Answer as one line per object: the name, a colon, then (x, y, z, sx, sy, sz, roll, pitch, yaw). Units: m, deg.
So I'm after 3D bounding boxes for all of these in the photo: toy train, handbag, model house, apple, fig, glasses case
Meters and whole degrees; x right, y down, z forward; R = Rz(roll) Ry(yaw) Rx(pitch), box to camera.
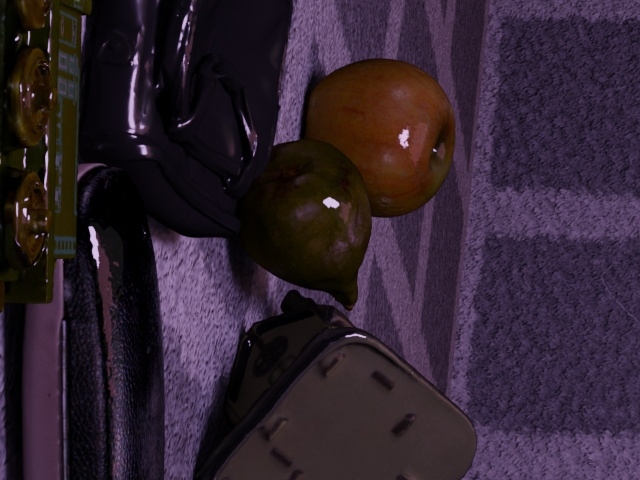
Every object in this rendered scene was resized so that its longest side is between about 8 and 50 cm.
toy train: (-0.167, -0.072, 0.911, 0.137, 0.090, 0.225, -1, 93, -82)
handbag: (-0.093, -0.132, 1.298, 0.275, 0.088, 0.244, 54, 44, -75)
model house: (-0.024, 0.164, 1.650, 0.205, 0.218, 0.279, 43, -1, -25)
apple: (0.059, -0.109, 1.896, 0.182, 0.155, 0.182, 14, 90, -70)
fig: (-0.016, 0.003, 1.615, 0.133, 0.127, 0.184, 43, -40, 47)
glasses case: (-0.140, 0.109, 1.113, 0.122, 0.075, 0.314, -46, 137, -76)
